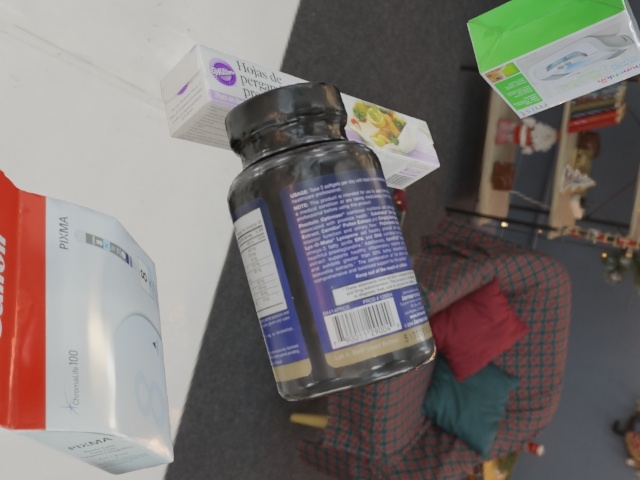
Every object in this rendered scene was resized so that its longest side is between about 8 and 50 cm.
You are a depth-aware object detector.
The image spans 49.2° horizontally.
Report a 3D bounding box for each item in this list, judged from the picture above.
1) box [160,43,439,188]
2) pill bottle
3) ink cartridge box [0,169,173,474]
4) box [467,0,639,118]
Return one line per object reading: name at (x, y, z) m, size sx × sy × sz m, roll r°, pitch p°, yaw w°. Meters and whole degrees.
box at (-0.003, -0.114, 0.711) m, size 0.324 × 0.067 × 0.063 m, roll 7°, pitch 60°, yaw -43°
pill bottle at (0.000, 0.000, 0.530) m, size 0.123 × 0.123 × 0.219 m, roll -6°, pitch 79°, yaw -54°
ink cartridge box at (-0.290, 0.083, 0.829) m, size 0.385 × 0.091 × 0.308 m, roll 73°, pitch 4°, yaw -60°
box at (0.448, -0.368, 1.311) m, size 0.231 × 0.262 × 0.126 m, roll 24°, pitch 53°, yaw -53°
